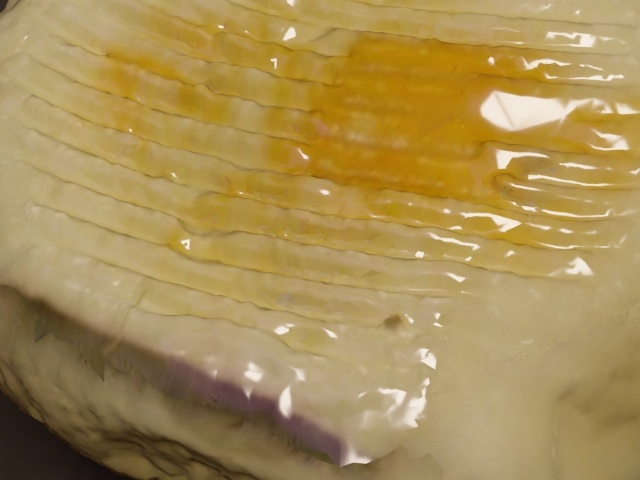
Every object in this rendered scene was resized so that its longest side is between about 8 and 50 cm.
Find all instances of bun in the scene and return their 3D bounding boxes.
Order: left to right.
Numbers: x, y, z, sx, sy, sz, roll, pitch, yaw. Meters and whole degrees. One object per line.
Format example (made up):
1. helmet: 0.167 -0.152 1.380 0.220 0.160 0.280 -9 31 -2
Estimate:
1. bun: 0.000 0.000 0.587 0.243 0.153 0.244 -3 54 4
